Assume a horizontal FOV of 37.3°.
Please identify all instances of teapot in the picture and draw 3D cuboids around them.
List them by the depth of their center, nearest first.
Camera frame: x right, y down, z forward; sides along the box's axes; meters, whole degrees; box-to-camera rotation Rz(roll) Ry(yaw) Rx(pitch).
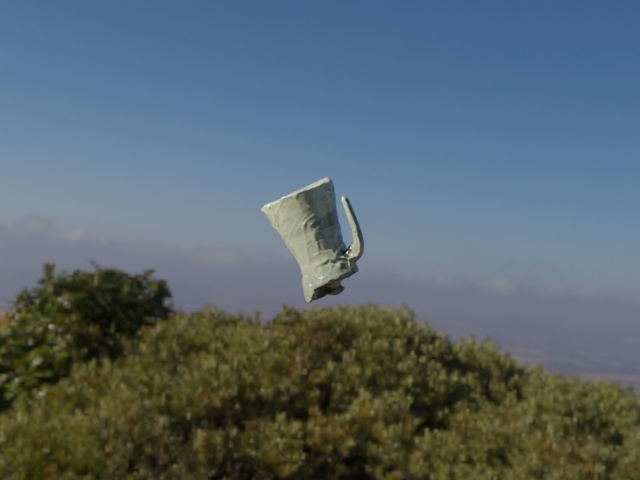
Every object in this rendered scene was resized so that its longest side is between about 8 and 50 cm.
[{"bbox_3d":[0.000,0.000,0.697,0.067,0.083,0.057,-21,-2,29],"label":"teapot"}]
